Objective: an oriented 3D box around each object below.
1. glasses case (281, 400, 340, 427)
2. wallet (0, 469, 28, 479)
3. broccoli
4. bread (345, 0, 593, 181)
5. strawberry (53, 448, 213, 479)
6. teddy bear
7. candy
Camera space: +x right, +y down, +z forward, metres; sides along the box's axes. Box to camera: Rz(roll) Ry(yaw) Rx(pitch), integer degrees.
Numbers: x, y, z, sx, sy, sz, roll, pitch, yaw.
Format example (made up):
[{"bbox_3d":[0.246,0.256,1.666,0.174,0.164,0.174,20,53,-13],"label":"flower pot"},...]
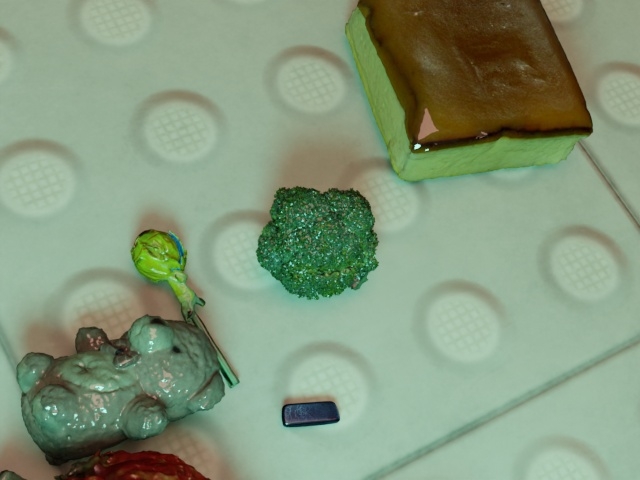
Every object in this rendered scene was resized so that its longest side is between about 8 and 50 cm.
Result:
[{"bbox_3d":[-0.015,0.246,1.583,0.083,0.023,0.034,-2,58,-15],"label":"glasses case"},{"bbox_3d":[-0.390,0.372,1.390,0.038,0.118,0.153,1,58,31],"label":"wallet"},{"bbox_3d":[0.000,0.000,1.641,0.195,0.195,0.156,20,23,-1],"label":"broccoli"},{"bbox_3d":[0.238,-0.270,1.842,0.323,0.143,0.333,-10,65,-18],"label":"bread"},{"bbox_3d":[-0.195,0.402,1.311,0.351,0.267,0.312,29,48,24],"label":"strawberry"},{"bbox_3d":[-0.262,0.191,1.483,0.267,0.151,0.236,-24,38,-17],"label":"teddy bear"},{"bbox_3d":[-0.187,0.095,1.610,0.077,0.073,0.262,-21,74,-45],"label":"candy"}]
